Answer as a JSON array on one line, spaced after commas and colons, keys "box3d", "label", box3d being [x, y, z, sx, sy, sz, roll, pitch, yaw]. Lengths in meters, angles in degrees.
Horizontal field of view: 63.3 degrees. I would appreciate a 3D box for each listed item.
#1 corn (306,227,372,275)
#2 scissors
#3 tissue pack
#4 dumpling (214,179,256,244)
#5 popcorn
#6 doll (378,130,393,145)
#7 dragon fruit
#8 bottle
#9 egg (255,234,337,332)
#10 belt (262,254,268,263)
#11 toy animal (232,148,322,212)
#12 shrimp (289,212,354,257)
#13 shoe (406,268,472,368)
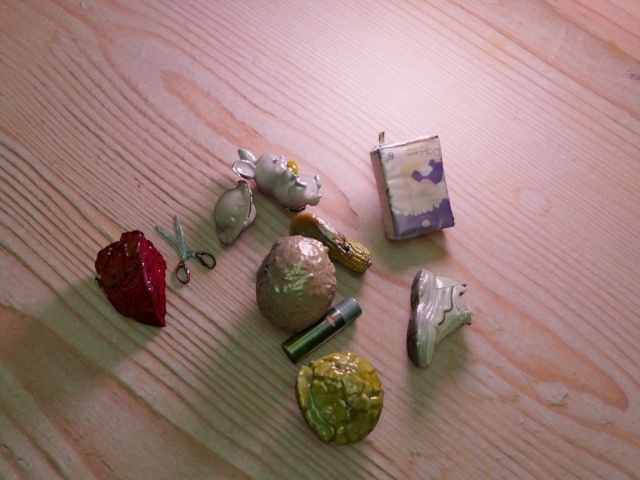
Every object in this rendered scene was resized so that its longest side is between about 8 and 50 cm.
[{"box3d": [0.054, 0.013, 1.844, 0.293, 0.106, 0.106, 34, 68, 12], "label": "corn"}, {"box3d": [-0.483, 0.023, 1.819, 0.144, 0.017, 0.247, -31, 73, -18], "label": "scissors"}, {"box3d": [0.330, -0.193, 1.871, 0.242, 0.125, 0.343, -14, 98, -11], "label": "tissue pack"}, {"box3d": [-0.286, -0.102, 1.817, 0.142, 0.172, 0.247, 19, 66, -32], "label": "dumpling"}, {"box3d": [0.062, 0.478, 1.568, 0.282, 0.247, 0.282, -4, 70, 11], "label": "popcorn"}, {"box3d": [0.270, -0.313, 1.997, 0.115, 0.105, 0.221, -17, 71, -30], "label": "doll"}, {"box3d": [-0.589, 0.075, 1.657, 0.302, 0.330, 0.240, 23, 45, 5], "label": "dragon fruit"}, {"box3d": [0.008, 0.294, 1.724, 0.286, 0.082, 0.082, -34, 75, -19], "label": "bottle"}, {"box3d": [-0.080, 0.141, 1.668, 0.279, 0.279, 0.310, 18, 97, 1], "label": "egg"}, {"box3d": [-0.087, 0.081, 1.820, 0.232, 0.053, 0.071, -3, 70, -8], "label": "belt"}, {"box3d": [-0.155, -0.221, 1.862, 0.325, 0.154, 0.208, 15, 29, -10], "label": "toy animal"}, {"box3d": [0.000, 0.000, 1.777, 0.249, 0.068, 0.150, 25, 105, 18], "label": "shrimp"}, {"box3d": [0.409, 0.270, 1.753, 0.210, 0.132, 0.342, 11, 63, 1], "label": "shoe"}]
